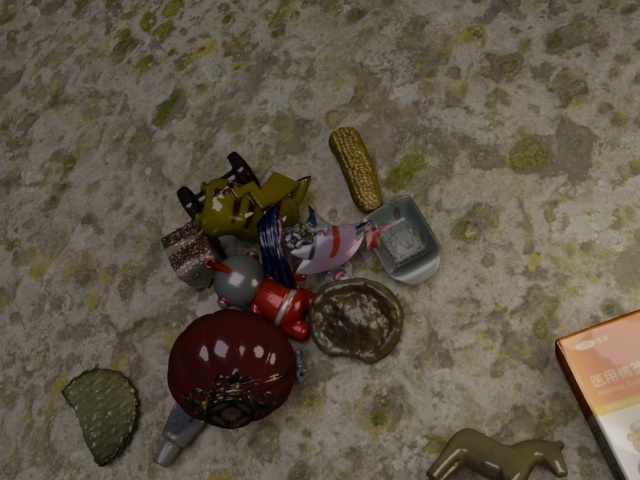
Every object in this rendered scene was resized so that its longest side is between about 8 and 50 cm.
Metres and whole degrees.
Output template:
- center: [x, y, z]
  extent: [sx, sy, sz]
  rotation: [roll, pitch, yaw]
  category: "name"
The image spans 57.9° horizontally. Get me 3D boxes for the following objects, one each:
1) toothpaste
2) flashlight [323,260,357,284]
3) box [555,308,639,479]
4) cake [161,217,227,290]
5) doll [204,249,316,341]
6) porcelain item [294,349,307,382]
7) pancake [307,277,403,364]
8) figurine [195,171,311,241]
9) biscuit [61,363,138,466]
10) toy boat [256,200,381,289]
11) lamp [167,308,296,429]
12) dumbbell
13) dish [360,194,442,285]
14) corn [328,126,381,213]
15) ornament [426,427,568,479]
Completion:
- center: [-0.334, 0.441, 1.480]
  extent: [0.099, 0.068, 0.283]
  rotation: [32, 66, -3]
  category: "toothpaste"
- center: [0.089, 0.125, 1.490]
  extent: [0.200, 0.047, 0.093]
  rotation: [38, 83, 29]
  category: "flashlight"
- center: [0.650, 0.327, 1.164]
  extent: [0.224, 0.143, 0.341]
  rotation: [-21, 63, 7]
  category: "box"
- center: [-0.347, 0.042, 1.620]
  extent: [0.135, 0.134, 0.147]
  rotation: [-30, 54, 5]
  category: "cake"
- center: [-0.159, 0.135, 1.512]
  extent: [0.336, 0.105, 0.200]
  rotation: [27, 77, 8]
  category: "doll"
- center: [-0.054, 0.318, 1.456]
  extent: [0.028, 0.036, 0.083]
  rotation: [-36, 49, 36]
  category: "porcelain item"
- center: [0.084, 0.196, 1.424]
  extent: [0.236, 0.042, 0.223]
  rotation: [28, 95, 14]
  category: "pancake"
- center: [-0.171, -0.086, 1.572]
  extent: [0.326, 0.169, 0.218]
  rotation: [10, 78, -21]
  category: "figurine"
- center: [-0.577, 0.451, 1.560]
  extent: [0.187, 0.036, 0.274]
  rotation: [-38, 60, -2]
  category: "biscuit"
- center: [-0.016, 0.025, 1.473]
  extent: [0.318, 0.072, 0.219]
  rotation: [14, 83, -4]
  category: "toy boat"
- center: [-0.207, 0.303, 1.362]
  extent: [0.303, 0.303, 0.257]
  rotation: [-18, 37, 9]
  category: "lamp"
- center: [-0.297, -0.148, 1.695]
  extent: [0.225, 0.124, 0.140]
  rotation: [-36, 60, 0]
  category: "dumbbell"
- center: [0.217, 0.011, 1.492]
  extent: [0.154, 0.064, 0.234]
  rotation: [-28, 60, 4]
  category: "dish"
- center: [0.099, -0.198, 1.606]
  extent: [0.101, 0.101, 0.292]
  rotation: [-21, 59, 7]
  category: "corn"
- center: [0.377, 0.466, 1.203]
  extent: [0.230, 0.061, 0.244]
  rotation: [17, 37, 38]
  category: "ornament"
